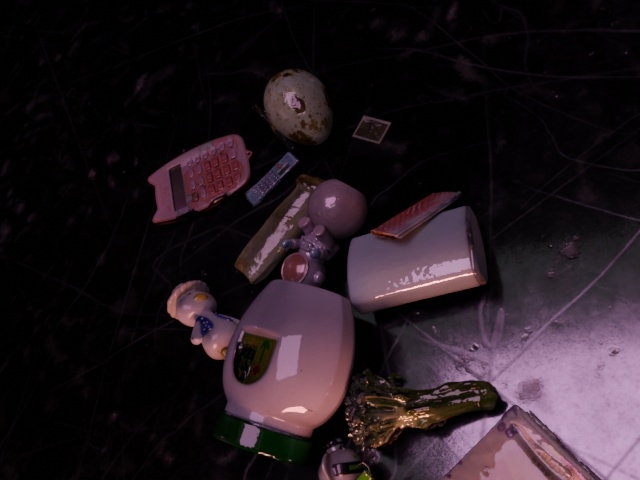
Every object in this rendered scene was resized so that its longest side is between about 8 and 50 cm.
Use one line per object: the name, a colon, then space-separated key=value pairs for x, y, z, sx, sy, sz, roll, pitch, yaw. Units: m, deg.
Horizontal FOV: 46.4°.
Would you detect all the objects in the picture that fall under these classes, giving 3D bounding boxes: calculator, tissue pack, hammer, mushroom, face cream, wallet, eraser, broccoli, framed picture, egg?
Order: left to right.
calculator: x=-0.329 y=-0.171 z=2.088 sx=0.330 sy=0.048 sz=0.220 roll=-24 pitch=55 yaw=15
calculator: x=-0.130 y=-0.164 z=1.983 sx=0.172 sy=0.018 sz=0.057 roll=-44 pitch=54 yaw=2
hammer: x=-0.124 y=-0.306 z=2.022 sx=0.021 sy=0.078 sz=0.201 roll=-44 pitch=58 yaw=7
mushroom: x=-0.091 y=-0.031 z=1.858 sx=0.312 sy=0.081 sz=0.100 roll=-53 pitch=49 yaw=3
face cream: x=-0.074 y=0.275 z=1.597 sx=0.313 sy=0.219 sz=0.356 roll=6 pitch=74 yaw=44
egg: x=-0.052 y=-0.341 z=1.933 sx=0.169 sy=0.169 sz=0.231 roll=-36 pitch=62 yaw=10
framed picture: x=0.130 y=-0.281 z=1.896 sx=0.089 sy=0.007 sz=0.066 roll=23 pitch=80 yaw=36
eraser: x=0.206 y=0.042 z=1.624 sx=0.290 sy=0.104 sz=0.189 roll=-16 pitch=52 yaw=23
wallet: x=0.211 y=-0.058 z=1.648 sx=0.197 sy=0.020 sz=0.103 roll=-33 pitch=21 yaw=-25
broccoli: x=0.198 y=0.325 z=1.487 sx=0.304 sy=0.145 sz=0.164 roll=-10 pitch=65 yaw=12
tissue pack: x=0.322 y=0.491 z=1.322 sx=0.344 sy=0.125 sz=0.242 roll=-44 pitch=52 yaw=1

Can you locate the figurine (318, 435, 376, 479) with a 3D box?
figurine: x=0.053 y=0.484 z=1.483 sx=0.126 sy=0.147 sz=0.192 roll=-20 pitch=70 yaw=4

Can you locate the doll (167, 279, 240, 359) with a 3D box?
doll: x=-0.276 y=0.196 z=1.827 sx=0.138 sy=0.119 sz=0.293 roll=-20 pitch=44 yaw=-33

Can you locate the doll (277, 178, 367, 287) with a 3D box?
doll: x=0.000 y=0.000 z=1.756 sx=0.151 sy=0.151 sz=0.287 roll=26 pitch=87 yaw=37
